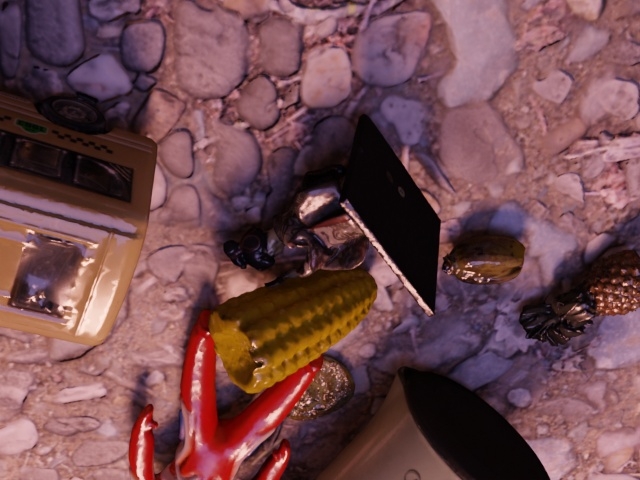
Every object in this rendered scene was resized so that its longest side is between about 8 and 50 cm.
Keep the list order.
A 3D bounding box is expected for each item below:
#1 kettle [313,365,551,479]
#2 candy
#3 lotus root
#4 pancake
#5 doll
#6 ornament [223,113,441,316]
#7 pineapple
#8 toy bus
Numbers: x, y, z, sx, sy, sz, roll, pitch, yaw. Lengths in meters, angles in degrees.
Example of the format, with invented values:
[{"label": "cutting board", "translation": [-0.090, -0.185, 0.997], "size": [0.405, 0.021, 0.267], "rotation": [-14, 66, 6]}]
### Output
[{"label": "kettle", "translation": [0.119, 0.398, 1.052], "size": [0.377, 0.361, 0.250], "rotation": [-52, 158, 17]}, {"label": "candy", "translation": [-0.018, 0.081, 0.938], "size": [0.198, 0.106, 0.094], "rotation": [-22, 112, -35]}, {"label": "lotus root", "translation": [0.180, 0.021, 0.989], "size": [0.099, 0.049, 0.054], "rotation": [-5, 130, -9]}, {"label": "pancake", "translation": [-0.011, 0.175, 1.066], "size": [0.108, 0.017, 0.108], "rotation": [-5, 122, -8]}, {"label": "doll", "translation": [-0.138, 0.266, 1.052], "size": [0.188, 0.099, 0.384], "rotation": [18, 114, -11]}, {"label": "ornament", "translation": [0.000, 0.000, 0.902], "size": [0.196, 0.166, 0.153], "rotation": [-23, 119, 27]}, {"label": "pineapple", "translation": [0.309, 0.072, 1.038], "size": [0.159, 0.074, 0.074], "rotation": [-31, 122, 15]}, {"label": "toy bus", "translation": [-0.333, -0.046, 0.760], "size": [0.365, 0.202, 0.177], "rotation": [15, 118, -19]}]
